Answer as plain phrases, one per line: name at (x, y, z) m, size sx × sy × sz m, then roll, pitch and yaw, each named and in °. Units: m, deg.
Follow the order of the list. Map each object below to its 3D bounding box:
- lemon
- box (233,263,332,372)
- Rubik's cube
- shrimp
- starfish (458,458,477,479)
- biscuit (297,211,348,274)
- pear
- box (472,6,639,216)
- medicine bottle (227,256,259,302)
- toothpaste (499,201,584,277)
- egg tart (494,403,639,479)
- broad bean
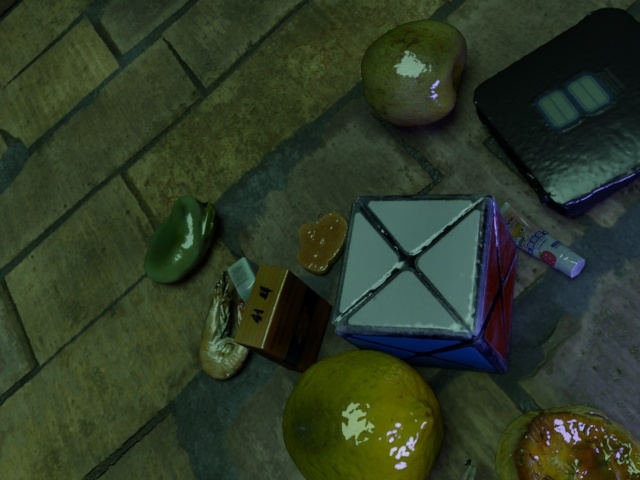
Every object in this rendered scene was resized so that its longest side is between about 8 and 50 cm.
lemon at (0.064, 0.313, 1.105) m, size 0.310 × 0.253 × 0.254 m, roll -13°, pitch 61°, yaw 44°
box at (-0.063, 0.156, 1.245) m, size 0.070 × 0.237 × 0.152 m, roll 10°, pitch 73°, yaw 24°
Rubik's cube at (0.193, 0.083, 1.151) m, size 0.260 × 0.259 × 0.255 m, roll 1°, pitch 67°, yaw 30°
shrimp at (-0.200, 0.180, 1.397) m, size 0.133 × 0.053 × 0.236 m, roll -6°, pitch 73°, yaw 40°
starfish at (0.088, 0.461, 0.955) m, size 0.383 × 0.398 × 0.132 m, roll -34°, pitch 72°, yaw -1°
biscuit at (0.001, 0.001, 1.411) m, size 0.118 × 0.023 × 0.140 m, roll 35°, pitch 86°, yaw 33°
pear at (0.193, -0.357, 1.380) m, size 0.211 × 0.188 × 0.229 m, roll 12°, pitch 73°, yaw 21°
box at (0.510, -0.252, 1.244) m, size 0.350 × 0.091 × 0.359 m, roll -32°, pitch 58°, yaw 8°
medicine bottle at (-0.145, 0.102, 1.404) m, size 0.055 × 0.074 × 0.118 m, roll -36°, pitch 59°, yaw 6°
toothpaste at (0.399, -0.001, 1.215) m, size 0.067 × 0.043 × 0.194 m, roll -51°, pitch 51°, yaw 1°
egg tart at (0.390, 0.385, 0.969) m, size 0.290 × 0.115 × 0.290 m, roll 8°, pitch 47°, yaw -8°
broad bean at (-0.324, 0.001, 1.529) m, size 0.228 × 0.100 × 0.169 m, roll -46°, pitch 48°, yaw 15°
